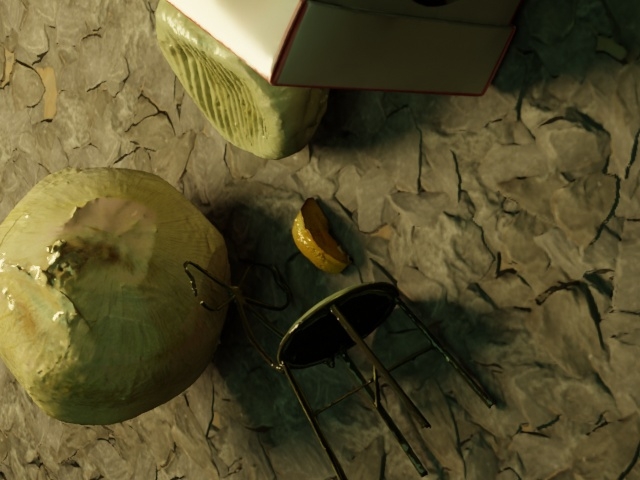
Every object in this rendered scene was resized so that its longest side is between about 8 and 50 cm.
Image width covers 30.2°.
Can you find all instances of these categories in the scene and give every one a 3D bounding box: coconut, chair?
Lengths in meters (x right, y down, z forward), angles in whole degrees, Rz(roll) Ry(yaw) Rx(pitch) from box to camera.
[{"bbox_3d":[-0.252,0.055,1.391,0.297,0.297,0.254,52,147,25],"label":"coconut"},{"bbox_3d":[0.012,0.099,1.249,0.170,0.160,0.326,-50,61,30],"label":"chair"}]

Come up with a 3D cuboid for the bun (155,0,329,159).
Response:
[{"bbox_3d":[-0.069,-0.194,1.278,0.231,0.133,0.231,42,163,16],"label":"bun"}]

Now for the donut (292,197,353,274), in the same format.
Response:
[{"bbox_3d":[0.000,0.000,1.332,0.083,0.067,0.038,41,120,-6],"label":"donut"}]

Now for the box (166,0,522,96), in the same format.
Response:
[{"bbox_3d":[0.019,-0.333,1.073,0.312,0.314,0.300,40,119,32],"label":"box"}]
